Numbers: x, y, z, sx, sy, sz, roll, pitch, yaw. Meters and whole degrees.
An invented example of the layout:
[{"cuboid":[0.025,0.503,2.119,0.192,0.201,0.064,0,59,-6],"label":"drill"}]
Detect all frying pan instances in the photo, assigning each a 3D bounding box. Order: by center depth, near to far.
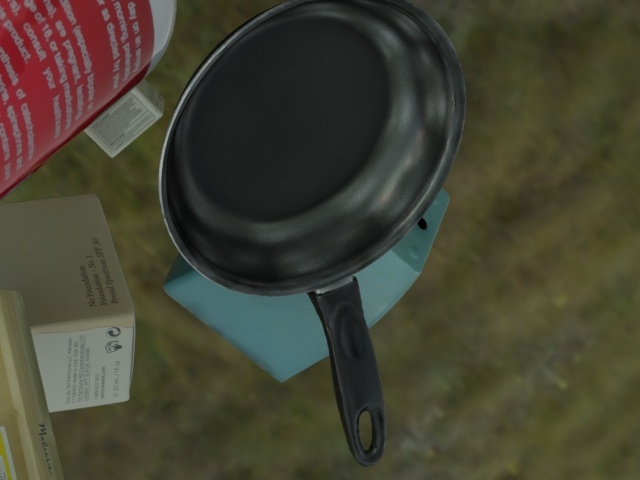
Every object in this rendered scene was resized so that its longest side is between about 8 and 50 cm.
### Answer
[{"cuboid":[0.022,-0.020,1.179,0.197,0.053,0.326,-40,133,-3],"label":"frying pan"}]

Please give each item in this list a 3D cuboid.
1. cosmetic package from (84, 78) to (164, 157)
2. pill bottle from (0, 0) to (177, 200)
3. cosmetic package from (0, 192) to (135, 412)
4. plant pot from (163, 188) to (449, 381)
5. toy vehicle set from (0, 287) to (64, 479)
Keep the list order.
[{"cuboid":[-0.184,-0.129,1.585,0.060,0.115,0.041,-37,-159,13],"label":"cosmetic package"},{"cuboid":[-0.243,-0.144,1.283,0.408,0.229,0.229,-44,161,-32],"label":"pill bottle"},{"cuboid":[-0.322,0.065,1.649,0.309,0.160,0.113,-7,134,-18],"label":"cosmetic package"},{"cuboid":[0.000,0.001,1.923,0.234,0.165,0.165,-26,-148,47],"label":"plant pot"},{"cuboid":[-0.259,0.184,1.386,0.166,0.266,0.035,-18,167,19],"label":"toy vehicle set"}]
